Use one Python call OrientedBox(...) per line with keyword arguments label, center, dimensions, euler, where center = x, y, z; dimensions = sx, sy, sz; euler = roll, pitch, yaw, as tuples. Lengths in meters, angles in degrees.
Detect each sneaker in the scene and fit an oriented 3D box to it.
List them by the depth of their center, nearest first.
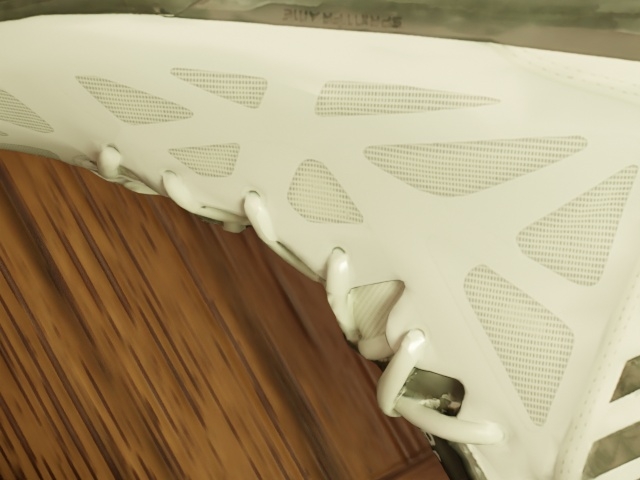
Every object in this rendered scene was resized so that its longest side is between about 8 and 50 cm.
OrientedBox(label="sneaker", center=(0.000, 0.000, 0.709), dimensions=(0.447, 0.169, 0.258), euler=(-2, 94, 17))
